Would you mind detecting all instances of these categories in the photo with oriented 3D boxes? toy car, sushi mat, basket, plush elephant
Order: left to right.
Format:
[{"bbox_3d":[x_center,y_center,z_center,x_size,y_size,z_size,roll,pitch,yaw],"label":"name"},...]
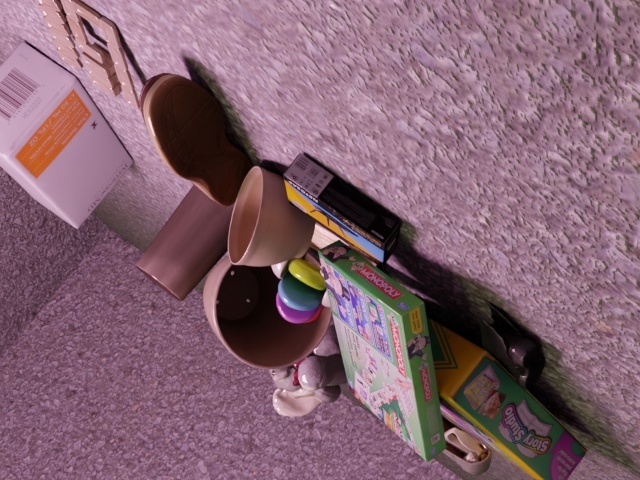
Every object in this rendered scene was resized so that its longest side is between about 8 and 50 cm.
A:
[{"bbox_3d":[-0.279,0.005,2.013,0.154,0.227,0.204,41,168,-16],"label":"basket"},{"bbox_3d":[-0.041,0.267,2.162,0.255,0.272,0.330,-22,152,25],"label":"plush elephant"},{"bbox_3d":[-0.027,0.093,1.769,0.159,0.136,0.182,31,178,10],"label":"toy car"},{"bbox_3d":[0.000,0.000,1.681,0.316,0.019,0.151,31,167,31],"label":"sushi mat"}]

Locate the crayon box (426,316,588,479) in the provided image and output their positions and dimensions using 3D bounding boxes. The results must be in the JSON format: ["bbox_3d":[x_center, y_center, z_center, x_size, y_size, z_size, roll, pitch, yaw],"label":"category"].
[{"bbox_3d":[0.250,0.256,1.627,0.363,0.106,0.313,42,171,-36],"label":"crayon box"}]

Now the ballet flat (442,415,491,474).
[{"bbox_3d":[0.232,0.360,1.764,0.213,0.072,0.068,33,147,18],"label":"ballet flat"}]

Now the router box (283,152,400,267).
[{"bbox_3d":[0.032,-0.041,1.363,0.179,0.046,0.133,35,168,12],"label":"router box"}]

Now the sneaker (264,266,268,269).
[{"bbox_3d":[-0.116,0.018,2.042,0.040,0.044,0.109,30,149,12],"label":"sneaker"}]

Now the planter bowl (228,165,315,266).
[{"bbox_3d":[-0.073,-0.029,1.509,0.109,0.162,0.162,14,177,-21],"label":"planter bowl"}]

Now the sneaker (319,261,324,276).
[{"bbox_3d":[0.086,0.086,1.567,0.190,0.071,0.083,41,178,23],"label":"sneaker"}]

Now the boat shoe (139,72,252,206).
[{"bbox_3d":[-0.216,-0.165,1.463,0.123,0.123,0.342,31,173,23],"label":"boat shoe"}]

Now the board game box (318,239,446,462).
[{"bbox_3d":[0.098,0.175,1.461,0.213,0.046,0.317,36,148,45],"label":"board game box"}]

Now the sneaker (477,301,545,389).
[{"bbox_3d":[0.281,0.160,1.388,0.089,0.051,0.170,35,167,30],"label":"sneaker"}]

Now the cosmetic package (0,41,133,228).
[{"bbox_3d":[-0.613,-0.223,2.128,0.161,0.230,0.453,34,168,14],"label":"cosmetic package"}]

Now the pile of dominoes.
[{"bbox_3d":[-0.379,-0.336,1.544,0.196,0.040,0.251,35,160,14],"label":"pile of dominoes"}]

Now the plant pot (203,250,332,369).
[{"bbox_3d":[-0.145,0.123,1.966,0.256,0.256,0.274,42,166,-20],"label":"plant pot"}]
